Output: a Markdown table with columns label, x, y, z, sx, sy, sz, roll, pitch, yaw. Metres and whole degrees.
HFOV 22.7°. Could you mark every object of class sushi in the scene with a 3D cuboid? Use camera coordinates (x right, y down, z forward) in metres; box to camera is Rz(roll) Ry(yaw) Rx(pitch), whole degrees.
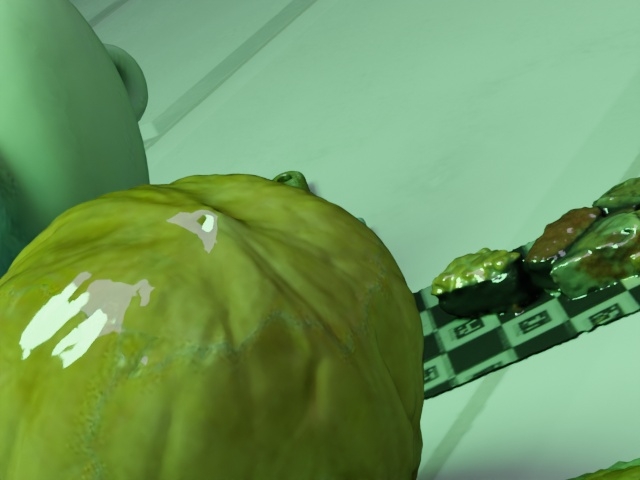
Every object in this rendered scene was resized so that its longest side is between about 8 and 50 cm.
| label | x | y | z | sx | sy | sz | roll | pitch | yaw |
| --- | --- | --- | --- | --- | --- | --- | --- | --- | --- |
| sushi | 0.115 | 0.011 | 0.833 | 0.201 | 0.031 | 0.139 | -25 | 19 | 12 |

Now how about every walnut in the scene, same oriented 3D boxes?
| label | x | y | z | sx | sy | sz | roll | pitch | yaw |
| --- | --- | --- | --- | --- | --- | --- | --- | --- | --- |
| walnut | -0.053 | 0.075 | 0.618 | 0.195 | 0.221 | 0.195 | 6 | 42 | -6 |

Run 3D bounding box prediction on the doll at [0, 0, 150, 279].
| label | x | y | z | sx | sy | sz | roll | pitch | yaw |
| --- | --- | --- | --- | --- | --- | --- | --- | --- | --- |
| doll | -0.205 | 0.004 | 0.778 | 0.187 | 0.376 | 0.365 | -44 | 5 | 47 |

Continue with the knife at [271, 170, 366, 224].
| label | x | y | z | sx | sy | sz | roll | pitch | yaw |
| --- | --- | --- | --- | --- | --- | --- | --- | --- | --- |
| knife | 0.001 | 0.000 | 1.038 | 0.061 | 0.027 | 0.343 | -23 | 19 | 2 |

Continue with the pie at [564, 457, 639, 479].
| label | x | y | z | sx | sy | sz | roll | pitch | yaw |
| --- | --- | --- | --- | --- | --- | --- | --- | --- | --- |
| pie | 0.086 | 0.127 | 0.456 | 0.302 | 0.067 | 0.302 | -21 | 5 | 2 |
